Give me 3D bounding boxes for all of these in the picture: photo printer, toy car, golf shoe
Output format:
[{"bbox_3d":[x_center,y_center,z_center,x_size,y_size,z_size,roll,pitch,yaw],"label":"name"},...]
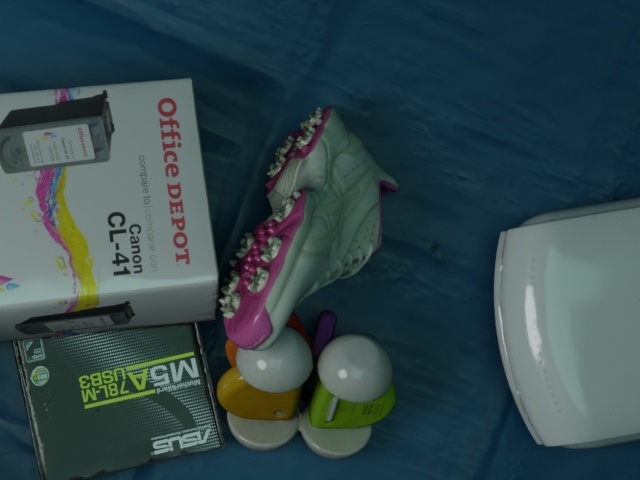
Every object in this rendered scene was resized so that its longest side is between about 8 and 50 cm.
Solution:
[{"bbox_3d":[0.339,0.081,1.438,0.308,0.107,0.256,-8,87,-9],"label":"photo printer"},{"bbox_3d":[-0.012,0.131,1.381,0.182,0.159,0.136,7,48,-6],"label":"toy car"},{"bbox_3d":[0.000,0.000,1.345,0.140,0.115,0.306,37,48,-18],"label":"golf shoe"}]

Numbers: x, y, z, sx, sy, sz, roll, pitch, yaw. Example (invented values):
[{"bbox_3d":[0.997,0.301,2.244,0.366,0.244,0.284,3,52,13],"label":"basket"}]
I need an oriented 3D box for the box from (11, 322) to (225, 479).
[{"bbox_3d":[-0.209,0.143,1.387,0.191,0.045,0.184,-11,84,-8],"label":"box"}]

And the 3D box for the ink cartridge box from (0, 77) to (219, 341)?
[{"bbox_3d":[-0.262,-0.027,1.329,0.306,0.131,0.226,-7,73,-7],"label":"ink cartridge box"}]
